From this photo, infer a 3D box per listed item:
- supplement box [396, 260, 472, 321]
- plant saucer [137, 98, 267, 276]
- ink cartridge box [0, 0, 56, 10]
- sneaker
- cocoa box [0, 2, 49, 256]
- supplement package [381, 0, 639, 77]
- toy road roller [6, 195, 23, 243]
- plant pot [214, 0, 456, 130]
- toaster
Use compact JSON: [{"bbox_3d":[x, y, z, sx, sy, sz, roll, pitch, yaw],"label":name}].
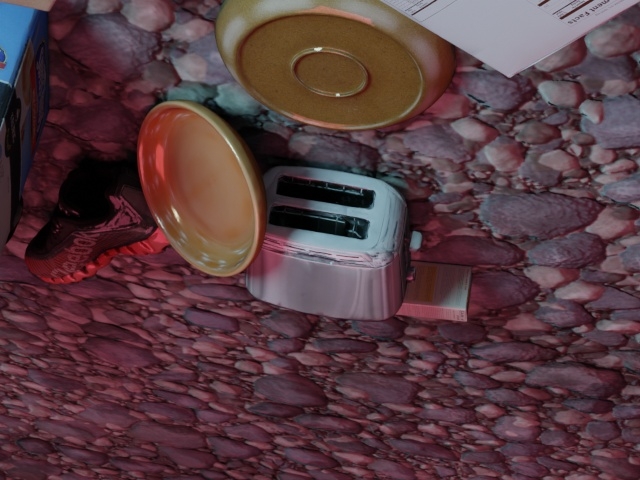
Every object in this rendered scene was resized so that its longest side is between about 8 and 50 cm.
[{"bbox_3d":[0.135,0.062,1.598,0.098,0.062,0.036,6,151,11],"label":"supplement box"},{"bbox_3d":[-0.122,-0.059,1.394,0.200,0.037,0.200,28,131,37],"label":"plant saucer"},{"bbox_3d":[-0.248,-0.288,0.969,0.193,0.088,0.235,7,146,-35],"label":"ink cartridge box"},{"bbox_3d":[-0.281,-0.024,1.554,0.276,0.097,0.135,-19,140,39],"label":"sneaker"},{"bbox_3d":[-0.458,-0.141,1.261,0.347,0.228,0.231,13,150,-4],"label":"cocoa box"},{"bbox_3d":[0.111,-0.258,0.882,0.203,0.194,0.149,27,149,-25],"label":"supplement package"},{"bbox_3d":[-0.516,-0.014,1.456,0.240,0.329,0.202,50,147,5],"label":"toy road roller"},{"bbox_3d":[0.011,-0.171,1.250,0.236,0.032,0.236,8,152,4],"label":"plant pot"},{"bbox_3d":[0.000,0.000,1.471,0.227,0.129,0.146,11,148,5],"label":"toaster"}]
